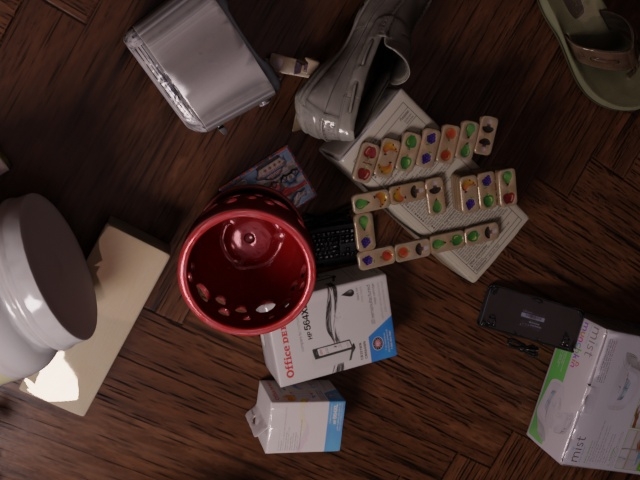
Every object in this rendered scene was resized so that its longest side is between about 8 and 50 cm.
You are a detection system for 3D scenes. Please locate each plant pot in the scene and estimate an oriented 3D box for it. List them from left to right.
[{"bbox_3d":[-0.104,0.021,1.136,0.191,0.174,0.191,-1,108,-3],"label":"plant pot"}]

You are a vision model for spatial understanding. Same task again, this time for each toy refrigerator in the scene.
[{"bbox_3d":[-0.327,0.107,1.145,0.102,0.094,0.269,27,94,-15],"label":"toy refrigerator"}]

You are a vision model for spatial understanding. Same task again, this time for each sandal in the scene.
[{"bbox_3d":[0.460,-0.328,1.284,0.120,0.086,0.303,-46,112,-2],"label":"sandal"}]

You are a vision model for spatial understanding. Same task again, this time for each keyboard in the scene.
[{"bbox_3d":[0.000,0.000,1.249,0.192,0.038,0.100,-9,106,-16],"label":"keyboard"},{"bbox_3d":[0.369,0.151,1.386,0.180,0.023,0.108,16,92,-2],"label":"keyboard"}]

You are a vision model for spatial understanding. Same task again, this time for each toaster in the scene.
[{"bbox_3d":[-0.171,-0.259,1.082,0.146,0.129,0.227,-36,113,-4],"label":"toaster"}]

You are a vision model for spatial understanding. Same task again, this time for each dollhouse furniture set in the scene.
[{"bbox_3d":[-0.052,-0.220,1.161,0.081,0.091,0.114,11,103,-4],"label":"dollhouse furniture set"}]

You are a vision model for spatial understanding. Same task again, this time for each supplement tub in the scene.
[{"bbox_3d":[-0.477,0.087,0.985,0.325,0.235,0.235,-20,109,2],"label":"supplement tub"}]

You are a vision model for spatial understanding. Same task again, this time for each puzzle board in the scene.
[{"bbox_3d":[-0.080,-0.075,1.219,0.128,0.011,0.096,-34,111,-7],"label":"puzzle board"}]

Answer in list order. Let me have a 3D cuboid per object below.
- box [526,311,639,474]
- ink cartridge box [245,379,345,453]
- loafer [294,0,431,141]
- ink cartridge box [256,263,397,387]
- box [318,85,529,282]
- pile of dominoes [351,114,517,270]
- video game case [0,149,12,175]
[{"bbox_3d":[0.542,0.284,1.443,0.231,0.127,0.262,12,100,-19],"label":"box"},{"bbox_3d":[-0.044,0.286,1.277,0.143,0.092,0.089,3,102,-19],"label":"ink cartridge box"},{"bbox_3d":[0.088,-0.267,1.132,0.319,0.111,0.112,-56,152,-17],"label":"loafer"},{"bbox_3d":[0.007,0.134,1.258,0.203,0.086,0.148,-14,108,-14],"label":"ink cartridge box"},{"bbox_3d":[0.163,-0.090,1.232,0.311,0.121,0.148,42,89,-22],"label":"box"},{"bbox_3d":[0.168,-0.069,1.151,0.251,0.040,0.196,-13,108,-14],"label":"pile of dominoes"},{"bbox_3d":[-0.572,-0.124,1.034,0.232,0.042,0.210,-32,110,-8],"label":"video game case"}]
